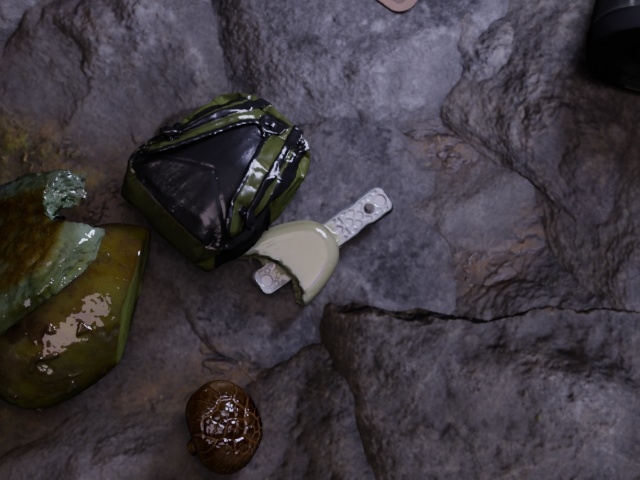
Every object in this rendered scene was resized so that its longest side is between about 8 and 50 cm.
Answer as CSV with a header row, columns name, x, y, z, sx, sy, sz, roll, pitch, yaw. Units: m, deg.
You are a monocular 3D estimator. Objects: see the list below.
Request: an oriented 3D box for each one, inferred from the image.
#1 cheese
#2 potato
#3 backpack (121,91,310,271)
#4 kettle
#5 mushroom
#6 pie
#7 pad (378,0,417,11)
name,x,y,z,sx,sy,sz,roll,pitch,yaw
cheese,0.000,0.000,1.734,0.235,0.050,0.127,-36,87,-12
potato,-0.326,0.095,1.620,0.176,0.141,0.298,37,77,2
backpack,-0.135,-0.095,1.681,0.207,0.140,0.253,43,65,7
kettle,0.532,-0.376,1.809,0.251,0.207,0.271,10,71,0
mushroom,-0.132,0.253,1.652,0.109,0.085,0.126,-27,91,-13
pie,-0.417,0.027,1.578,0.302,0.302,0.067,-48,133,-13
pad,0.071,-0.481,1.822,0.266,0.002,0.176,37,97,-2
